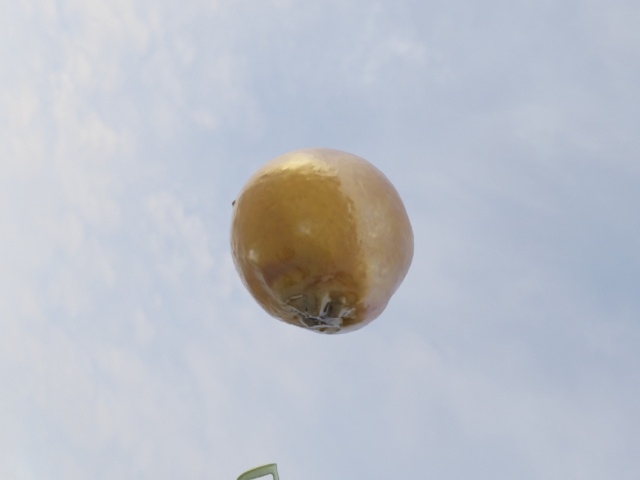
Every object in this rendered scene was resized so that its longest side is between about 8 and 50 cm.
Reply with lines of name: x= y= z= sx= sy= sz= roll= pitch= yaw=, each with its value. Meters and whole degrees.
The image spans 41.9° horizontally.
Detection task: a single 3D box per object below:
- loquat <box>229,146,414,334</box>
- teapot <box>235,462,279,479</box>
loquat: x=0.000 y=0.000 z=1.438 sx=0.328 sy=0.328 sz=0.329 roll=10 pitch=-74 yaw=40
teapot: x=-0.098 y=0.451 z=1.401 sx=0.092 sy=0.090 sz=0.124 roll=82 pitch=-2 yaw=-46
